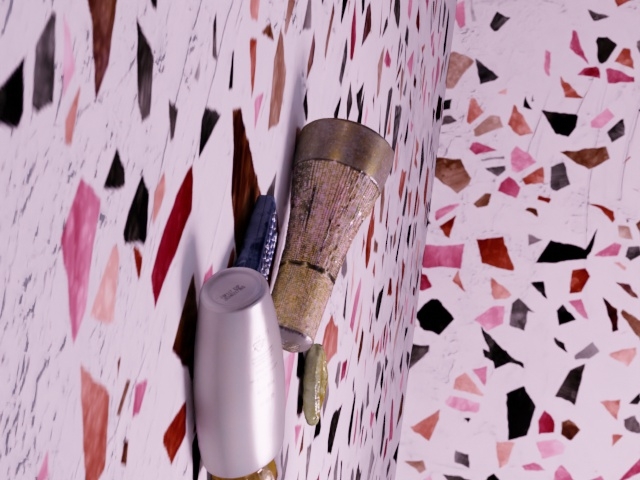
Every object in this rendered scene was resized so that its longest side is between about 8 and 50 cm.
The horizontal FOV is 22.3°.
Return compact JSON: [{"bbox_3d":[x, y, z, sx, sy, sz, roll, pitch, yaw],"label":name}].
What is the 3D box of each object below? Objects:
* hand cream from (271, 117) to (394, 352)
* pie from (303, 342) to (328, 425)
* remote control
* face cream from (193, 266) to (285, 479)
[{"bbox_3d":[0.000,0.000,1.354,0.084,0.084,0.203,80,24,-64],"label":"hand cream"},{"bbox_3d":[-0.006,0.142,1.606,0.084,0.021,0.084,3,90,-83],"label":"pie"},{"bbox_3d":[-0.052,0.025,1.180,0.152,0.027,0.043,-75,162,-54],"label":"remote control"},{"bbox_3d":[-0.055,0.100,1.101,0.072,0.051,0.182,-37,141,-35],"label":"face cream"}]
